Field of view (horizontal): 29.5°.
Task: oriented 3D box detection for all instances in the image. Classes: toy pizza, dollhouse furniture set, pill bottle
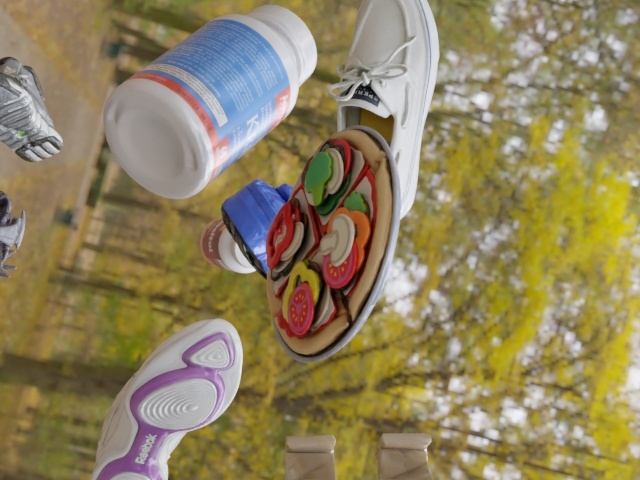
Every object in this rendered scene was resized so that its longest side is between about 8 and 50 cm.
[{"bbox_3d":[0.000,0.000,1.000,0.201,0.032,0.201,-39,-137,49],"label":"toy pizza"},{"bbox_3d":[-0.038,0.474,1.694,0.256,0.394,0.362,98,-9,-69],"label":"dollhouse furniture set"},{"bbox_3d":[-0.129,0.007,1.923,0.152,0.086,0.086,7,-99,67],"label":"pill bottle"},{"bbox_3d":[-0.098,-0.145,1.187,0.221,0.124,0.124,-46,168,-41],"label":"pill bottle"}]

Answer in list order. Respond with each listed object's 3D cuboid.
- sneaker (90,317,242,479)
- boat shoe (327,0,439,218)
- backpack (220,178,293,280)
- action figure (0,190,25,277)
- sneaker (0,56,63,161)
[{"bbox_3d":[-0.192,0.179,1.436,0.305,0.114,0.152,-53,-154,32],"label":"sneaker"},{"bbox_3d":[0.073,-0.208,1.749,0.156,0.135,0.367,3,95,-64],"label":"boat shoe"},{"bbox_3d":[-0.062,-0.021,1.483,0.101,0.120,0.098,-40,-123,1],"label":"backpack"},{"bbox_3d":[-0.421,-0.028,1.328,0.285,0.185,0.099,107,-21,-68],"label":"action figure"},{"bbox_3d":[-0.429,-0.204,1.649,0.229,0.086,0.132,69,1,-69],"label":"sneaker"}]
